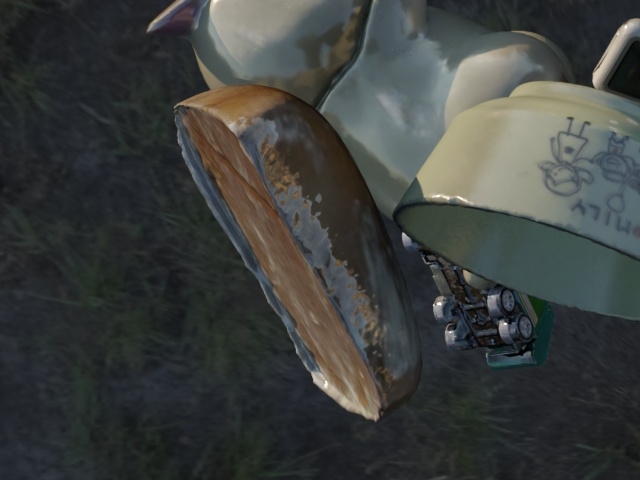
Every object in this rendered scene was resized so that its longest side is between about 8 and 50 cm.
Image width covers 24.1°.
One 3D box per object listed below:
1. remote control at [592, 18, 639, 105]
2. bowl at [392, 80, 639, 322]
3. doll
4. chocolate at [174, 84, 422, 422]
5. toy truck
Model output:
[{"bbox_3d":[0.323,-0.092,1.070,0.261,0.067,0.029,18,45,-7],"label":"remote control"},{"bbox_3d":[0.164,-0.032,0.985,0.211,0.211,0.112,17,80,17],"label":"bowl"},{"bbox_3d":[0.063,-0.141,1.295,0.370,0.215,0.226,39,117,3],"label":"doll"},{"bbox_3d":[0.001,-0.001,1.028,0.080,0.157,0.254,-34,109,-16],"label":"chocolate"},{"bbox_3d":[0.208,0.052,1.915,0.114,0.124,0.253,-12,111,40],"label":"toy truck"}]
